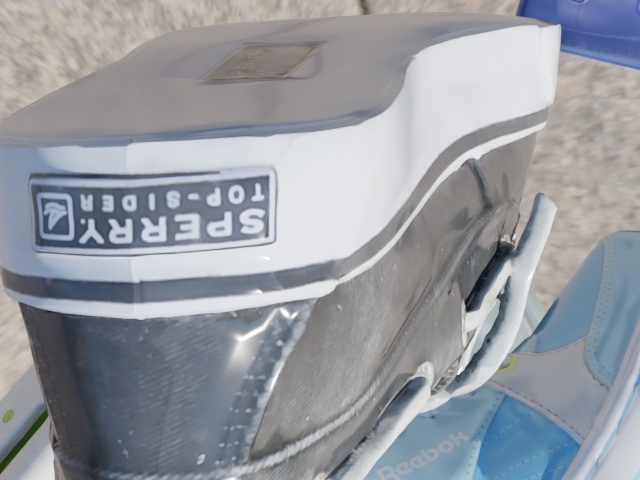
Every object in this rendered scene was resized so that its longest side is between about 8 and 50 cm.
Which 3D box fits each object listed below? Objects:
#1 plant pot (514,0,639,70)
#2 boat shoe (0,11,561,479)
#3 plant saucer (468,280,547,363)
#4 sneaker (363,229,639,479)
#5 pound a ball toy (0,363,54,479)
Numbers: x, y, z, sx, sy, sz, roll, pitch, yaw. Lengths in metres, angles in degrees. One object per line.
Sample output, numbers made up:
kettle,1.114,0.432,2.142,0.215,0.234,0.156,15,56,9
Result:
plant pot,0.315,-0.272,1.700,0.236,0.236,0.212,14,107,7
boat shoe,0.004,0.000,0.489,0.113,0.306,0.105,-1,102,9
plant saucer,0.015,0.160,1.607,0.400,0.100,0.401,-3,84,30
sneaker,0.025,0.088,0.791,0.208,0.127,0.319,28,62,8
pound a ball toy,-0.280,0.241,1.502,0.319,0.135,0.208,-50,129,-6
